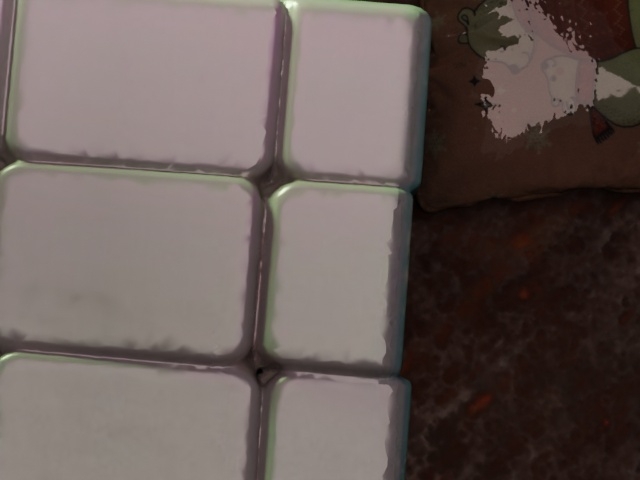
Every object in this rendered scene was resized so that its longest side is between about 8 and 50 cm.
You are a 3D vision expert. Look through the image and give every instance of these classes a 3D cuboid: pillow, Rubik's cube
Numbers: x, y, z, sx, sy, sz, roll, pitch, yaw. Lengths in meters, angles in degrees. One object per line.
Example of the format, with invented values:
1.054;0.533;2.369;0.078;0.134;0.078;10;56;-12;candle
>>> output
0.174;-0.136;1.340;0.223;0.084;0.236;0;86;-3;pillow
-0.102;0.023;1.188;0.319;0.322;0.315;4;84;0;Rubik's cube
